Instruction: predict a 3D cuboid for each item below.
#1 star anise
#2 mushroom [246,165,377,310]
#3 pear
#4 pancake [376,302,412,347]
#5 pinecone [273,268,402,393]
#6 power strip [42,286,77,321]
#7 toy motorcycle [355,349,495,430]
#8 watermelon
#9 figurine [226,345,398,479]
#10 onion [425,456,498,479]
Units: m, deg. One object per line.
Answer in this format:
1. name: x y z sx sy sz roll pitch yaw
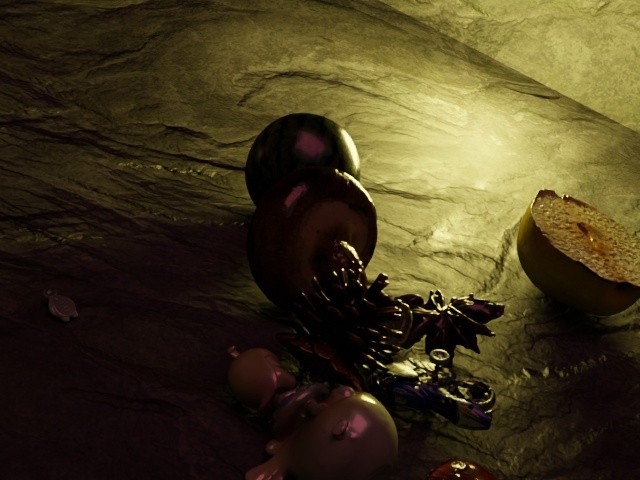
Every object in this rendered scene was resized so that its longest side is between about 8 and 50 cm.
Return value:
1. star anise: 0.271 0.186 2.102 0.283 0.129 0.212 -4 37 -4
2. mushroom: -0.020 -0.003 2.062 0.239 0.345 0.345 -7 28 22
3. pear: 0.656 0.058 2.404 0.341 0.191 0.386 10 36 -21
4. pancake: 0.152 0.188 2.059 0.022 0.116 0.129 49 38 -41
5. pinecone: 0.053 0.174 1.875 0.264 0.264 0.264 14 36 -10
6. power strip: -0.521 0.130 1.861 0.083 0.035 0.055 46 41 11
7. toy motorcycle: 0.204 0.307 1.912 0.316 0.113 0.169 15 29 20
8. watermelon: -0.044 -0.169 2.279 0.285 0.285 0.285 14 36 -10
9. figurine: -0.055 0.334 1.724 0.274 0.226 0.394 -40 56 -20
10. onion: 0.274 0.476 1.701 0.184 0.147 0.183 18 46 -20
